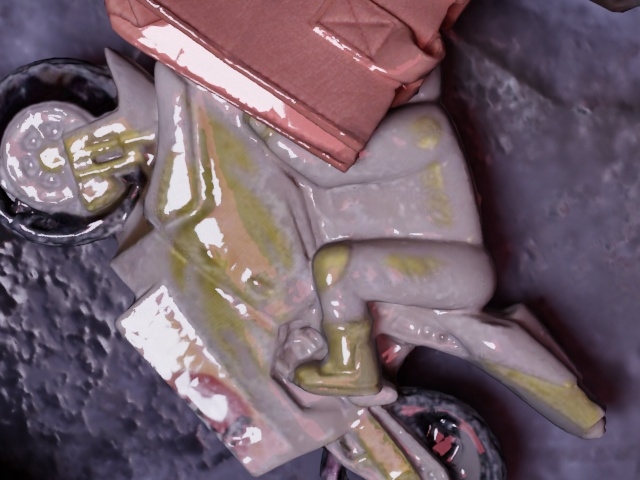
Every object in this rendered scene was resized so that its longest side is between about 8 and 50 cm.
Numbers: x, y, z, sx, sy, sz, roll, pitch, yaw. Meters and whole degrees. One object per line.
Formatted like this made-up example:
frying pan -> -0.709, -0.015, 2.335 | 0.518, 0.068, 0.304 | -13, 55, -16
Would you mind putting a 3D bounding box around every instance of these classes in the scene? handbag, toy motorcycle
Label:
handbag -> 0.012, -0.155, 0.627 | 0.157, 0.059, 0.212 | 33, 72, 0
toy motorcycle -> 0.000, 0.000, 0.680 | 0.223, 0.108, 0.341 | -44, 92, 4

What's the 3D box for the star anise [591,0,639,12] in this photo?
star anise -> 0.090, -0.249, 0.567 | 0.331, 0.117, 0.332 | 6, 78, -29
